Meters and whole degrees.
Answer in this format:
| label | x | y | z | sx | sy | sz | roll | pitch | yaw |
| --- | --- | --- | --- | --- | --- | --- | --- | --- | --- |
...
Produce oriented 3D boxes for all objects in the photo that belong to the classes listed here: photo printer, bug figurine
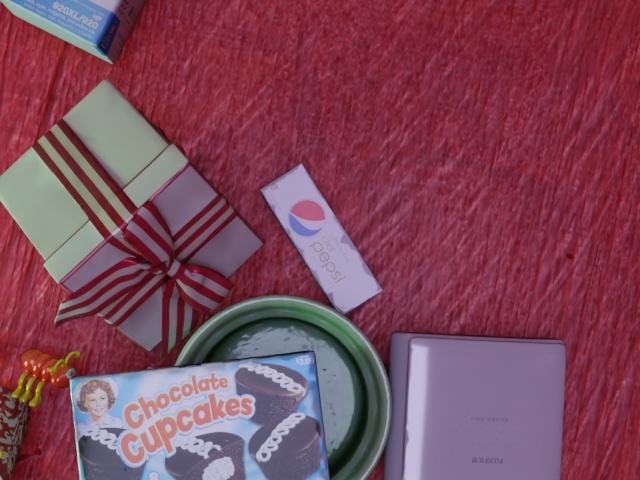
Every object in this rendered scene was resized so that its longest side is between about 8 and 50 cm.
| label | x | y | z | sx | sy | sz | roll | pitch | yaw |
| --- | --- | --- | --- | --- | --- | --- | --- | --- | --- |
| photo printer | 0.212 | 0.284 | 1.851 | 0.256 | 0.107 | 0.308 | 4 | 88 | -14 |
| bug figurine | -0.461 | 0.198 | 1.788 | 0.216 | 0.279 | 0.072 | 19 | 117 | 15 |

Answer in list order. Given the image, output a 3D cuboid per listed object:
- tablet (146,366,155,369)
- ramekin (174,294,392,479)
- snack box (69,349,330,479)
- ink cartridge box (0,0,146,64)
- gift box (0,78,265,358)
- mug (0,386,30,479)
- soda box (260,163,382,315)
| label | x | y | z | sx | sy | sz | roll | pitch | yaw |
| --- | --- | --- | --- | --- | --- | --- | --- | --- | --- |
| tablet | -0.234 | 0.229 | 1.914 | 0.054 | 0.006 | 0.083 | 15 | 87 | 0 |
| ramekin | -0.056 | 0.226 | 1.846 | 0.303 | 0.148 | 0.304 | 0 | 88 | -1 |
| snack box | -0.156 | 0.254 | 1.738 | 0.321 | 0.060 | 0.187 | -7 | 88 | -1 |
| ink cartridge box | -0.318 | -0.395 | 1.851 | 0.168 | 0.171 | 0.233 | 27 | 88 | 0 |
| gift box | -0.257 | -0.006 | 1.773 | 0.276 | 0.255 | 0.258 | -47 | 52 | 2 |
| mug | -0.470 | 0.269 | 1.810 | 0.113 | 0.169 | 0.150 | -21 | 116 | 16 |
| soda box | 0.000 | 0.000 | 1.894 | 0.074 | 0.069 | 0.216 | -32 | 88 | -2 |
